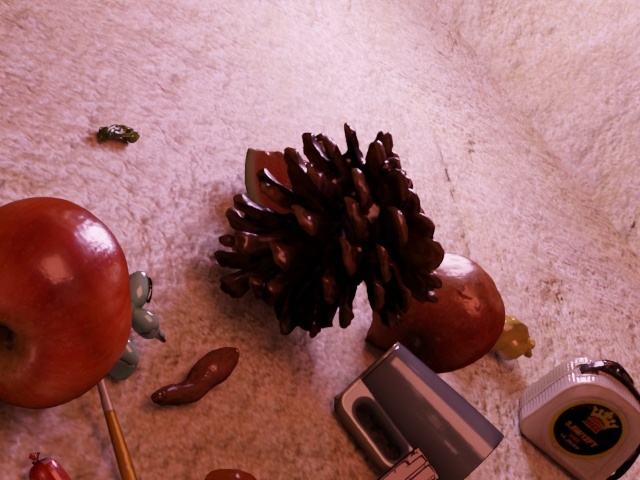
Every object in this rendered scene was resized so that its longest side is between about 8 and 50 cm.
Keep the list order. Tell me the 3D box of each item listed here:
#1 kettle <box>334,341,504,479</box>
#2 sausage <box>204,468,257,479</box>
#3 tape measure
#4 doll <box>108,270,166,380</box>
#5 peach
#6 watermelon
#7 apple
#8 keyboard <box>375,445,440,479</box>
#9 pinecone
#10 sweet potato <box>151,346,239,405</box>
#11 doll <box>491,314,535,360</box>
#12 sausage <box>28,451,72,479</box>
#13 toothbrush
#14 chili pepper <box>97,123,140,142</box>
[{"bbox_3d":[0.151,0.309,1.994,0.243,0.160,0.210,46,56,6],"label":"kettle"},{"bbox_3d":[-0.095,0.405,1.535,0.098,0.098,0.238,21,37,-43],"label":"sausage"},{"bbox_3d":[0.560,0.360,2.407,0.271,0.231,0.133,42,26,-15],"label":"tape measure"},{"bbox_3d":[-0.286,0.115,1.642,0.159,0.059,0.158,-5,59,-47],"label":"doll"},{"bbox_3d":[0.202,0.141,2.181,0.232,0.257,0.232,55,-16,23],"label":"peach"},{"bbox_3d":[-0.058,-0.074,2.199,0.146,0.128,0.231,-93,162,-87],"label":"watermelon"},{"bbox_3d":[-0.335,0.071,1.444,0.242,0.242,0.241,48,29,-4],"label":"apple"},{"bbox_3d":[0.107,0.395,1.850,0.202,0.011,0.067,-31,83,-39],"label":"keyboard"},{"bbox_3d":[0.000,0.000,1.961,0.384,0.384,0.384,36,30,-25],"label":"pinecone"},{"bbox_3d":[-0.181,0.202,1.709,0.050,0.050,0.214,52,31,4],"label":"sweet potato"},{"bbox_3d":[0.346,0.189,2.462,0.291,0.086,0.117,11,50,-47],"label":"doll"},{"bbox_3d":[-0.301,0.311,1.402,0.145,0.050,0.048,52,0,7],"label":"sausage"},{"bbox_3d":[-0.265,0.241,1.528,0.021,0.024,0.288,-14,72,-21],"label":"toothbrush"},{"bbox_3d":[-0.336,-0.178,1.976,0.091,0.030,0.034,-4,84,-55],"label":"chili pepper"}]
